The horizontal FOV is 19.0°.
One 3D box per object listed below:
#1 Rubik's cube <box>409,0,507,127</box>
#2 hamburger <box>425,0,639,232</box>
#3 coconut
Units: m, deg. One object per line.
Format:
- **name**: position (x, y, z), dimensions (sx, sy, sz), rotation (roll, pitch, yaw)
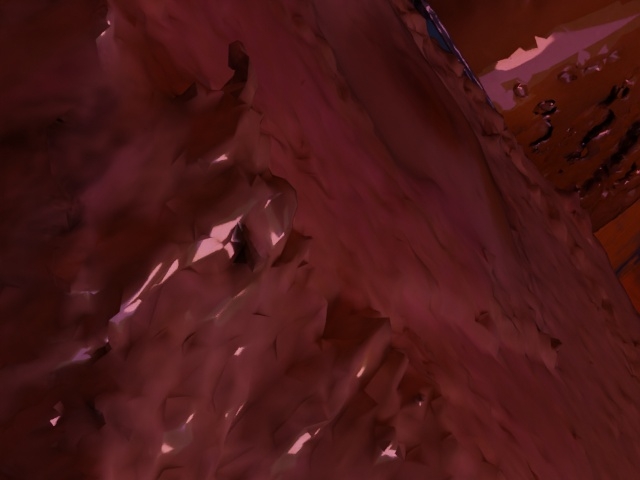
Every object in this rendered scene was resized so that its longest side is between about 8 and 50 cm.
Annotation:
- **Rubik's cube**: position (-0.001, -0.001, 0.853), dimensions (0.229, 0.228, 0.233), rotation (-50, 172, -18)
- **hamburger**: position (0.088, -0.093, 1.058), dimensions (0.284, 0.174, 0.304), rotation (-28, 156, -12)
- **coconut**: position (-0.105, 0.066, 0.565), dimensions (0.404, 0.404, 0.404), rotation (-40, 165, -13)
